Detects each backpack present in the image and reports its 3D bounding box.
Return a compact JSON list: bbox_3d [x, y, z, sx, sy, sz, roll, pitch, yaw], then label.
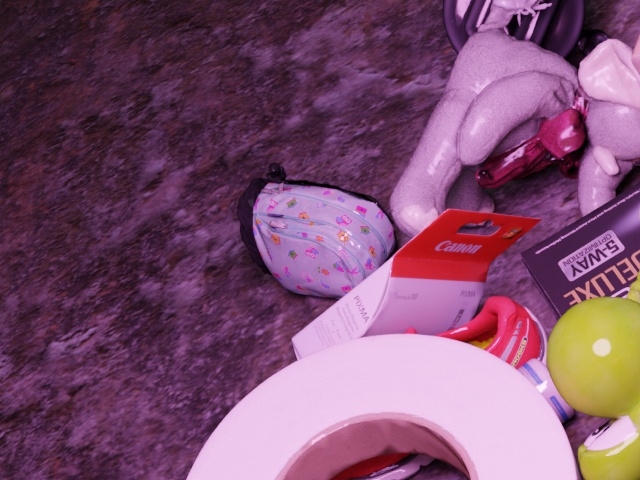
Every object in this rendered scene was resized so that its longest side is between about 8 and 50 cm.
[{"bbox_3d":[0.000,0.000,2.219,0.182,0.152,0.115,10,57,35],"label":"backpack"}]

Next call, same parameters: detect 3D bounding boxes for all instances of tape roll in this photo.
[{"bbox_3d":[0.054,0.265,1.732,0.392,0.072,0.392,-10,51,13],"label":"tape roll"}]

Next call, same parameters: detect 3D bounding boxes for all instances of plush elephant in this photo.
[{"bbox_3d":[0.266,-0.117,2.038,0.255,0.272,0.330,22,94,16],"label":"plush elephant"}]

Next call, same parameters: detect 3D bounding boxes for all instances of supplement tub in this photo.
[{"bbox_3d":[0.189,0.172,1.844,0.107,0.071,0.071,-35,30,-1],"label":"supplement tub"}]

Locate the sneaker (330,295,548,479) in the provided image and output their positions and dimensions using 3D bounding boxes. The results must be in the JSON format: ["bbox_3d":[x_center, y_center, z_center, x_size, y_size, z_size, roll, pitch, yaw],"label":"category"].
[{"bbox_3d":[0.099,0.148,1.919,0.279,0.118,0.107,-34,30,2],"label":"sneaker"}]

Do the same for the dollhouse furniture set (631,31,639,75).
[{"bbox_3d":[0.357,-0.289,1.824,0.256,0.362,0.394,-1,53,40],"label":"dollhouse furniture set"}]

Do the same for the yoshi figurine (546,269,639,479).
[{"bbox_3d":[0.347,0.065,1.664,0.362,0.203,0.203,-40,53,3],"label":"yoshi figurine"}]

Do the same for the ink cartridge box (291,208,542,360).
[{"bbox_3d":[0.108,0.060,1.923,0.232,0.189,0.066,-36,68,30],"label":"ink cartridge box"}]

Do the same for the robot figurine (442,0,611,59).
[{"bbox_3d":[0.234,-0.276,2.269,0.173,0.209,0.278,-28,3,10],"label":"robot figurine"}]

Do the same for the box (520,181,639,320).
[{"bbox_3d":[0.378,0.018,1.868,0.307,0.076,0.242,-32,31,5],"label":"box"}]
